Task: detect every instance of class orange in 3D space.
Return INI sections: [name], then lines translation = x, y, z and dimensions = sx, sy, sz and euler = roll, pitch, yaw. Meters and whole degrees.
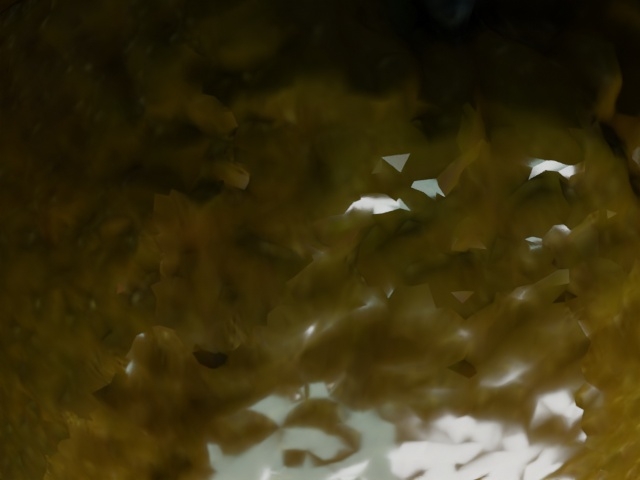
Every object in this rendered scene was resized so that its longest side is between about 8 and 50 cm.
[orange]
translation = 0.000, 0.000, 0.611
dimensions = 0.322, 0.322, 0.357
euler = 8, 158, -7
